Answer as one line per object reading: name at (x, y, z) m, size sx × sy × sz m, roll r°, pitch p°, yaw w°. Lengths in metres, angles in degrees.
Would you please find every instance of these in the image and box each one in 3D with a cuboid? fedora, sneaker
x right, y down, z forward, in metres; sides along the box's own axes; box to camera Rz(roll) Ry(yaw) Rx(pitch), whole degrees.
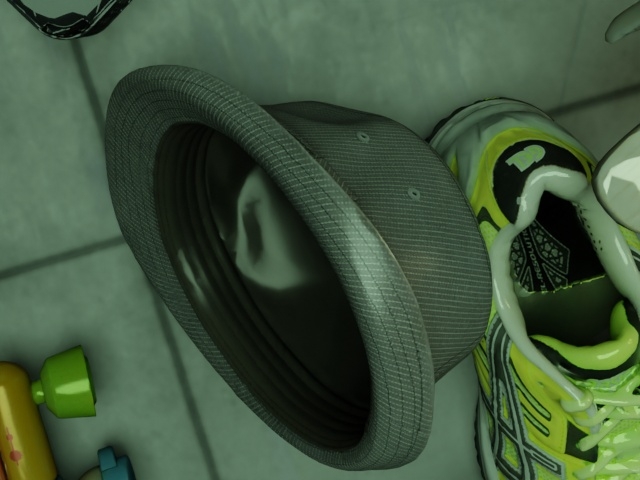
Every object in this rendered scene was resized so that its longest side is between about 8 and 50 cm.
fedora at (0.000, 0.000, 0.792) m, size 0.124 × 0.275 × 0.243 m, roll -29°, pitch 144°, yaw -29°
sneaker at (0.160, 0.102, 0.828) m, size 0.145 × 0.147 × 0.384 m, roll -26°, pitch 102°, yaw 1°

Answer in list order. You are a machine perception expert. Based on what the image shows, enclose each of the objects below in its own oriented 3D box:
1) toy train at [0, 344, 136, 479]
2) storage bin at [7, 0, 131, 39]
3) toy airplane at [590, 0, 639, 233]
toy train at (-0.208, 0.098, 0.844) m, size 0.143 × 0.105 × 0.248 m, roll -16°, pitch 100°, yaw -10°
storage bin at (-0.130, -0.218, 0.795) m, size 0.122 × 0.084 × 0.180 m, roll 44°, pitch 97°, yaw -8°
toy airplane at (0.344, -0.169, 0.664) m, size 0.384 × 0.272 × 0.386 m, roll 8°, pitch 80°, yaw 16°
